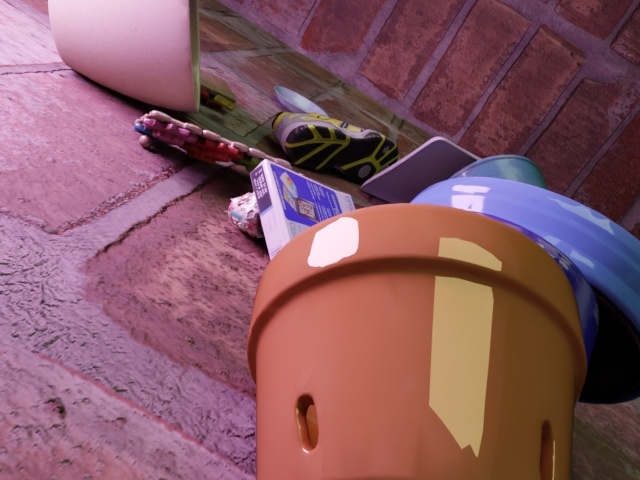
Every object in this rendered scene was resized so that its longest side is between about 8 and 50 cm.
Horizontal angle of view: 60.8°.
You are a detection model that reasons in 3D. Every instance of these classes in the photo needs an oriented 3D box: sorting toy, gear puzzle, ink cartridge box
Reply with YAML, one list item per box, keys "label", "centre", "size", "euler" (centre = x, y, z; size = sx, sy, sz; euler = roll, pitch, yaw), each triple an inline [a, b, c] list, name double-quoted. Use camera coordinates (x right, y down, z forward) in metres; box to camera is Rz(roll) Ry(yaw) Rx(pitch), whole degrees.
- label: "sorting toy"
  centre: [-0.277, -0.360, 1.291]
  size: [0.132, 0.046, 0.274]
  euler: [17, 26, -33]
- label: "gear puzzle"
  centre: [-0.150, -0.135, 0.946]
  size: [0.339, 0.044, 0.176]
  euler: [18, -3, -29]
- label: "ink cartridge box"
  centre: [0.000, 0.000, 0.812]
  size: [0.208, 0.045, 0.206]
  euler: [16, 49, -48]

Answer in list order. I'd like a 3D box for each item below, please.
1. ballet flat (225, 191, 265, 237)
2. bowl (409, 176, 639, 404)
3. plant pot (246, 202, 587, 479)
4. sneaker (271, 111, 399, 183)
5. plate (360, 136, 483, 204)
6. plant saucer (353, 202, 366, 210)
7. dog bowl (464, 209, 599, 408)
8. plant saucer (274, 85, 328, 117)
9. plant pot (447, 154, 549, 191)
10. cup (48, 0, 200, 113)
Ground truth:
- label: "ballet flat"
  centre: [-0.070, -0.059, 0.902]
  size: [0.077, 0.091, 0.241]
  euler: [17, 12, 22]
- label: "bowl"
  centre: [0.265, 0.083, 0.744]
  size: [0.391, 0.391, 0.077]
  euler: [36, 66, 7]
- label: "plant pot"
  centre: [0.067, 0.145, 0.435]
  size: [0.291, 0.290, 0.203]
  euler: [28, 40, -13]
- label: "sneaker"
  centre: [0.049, -0.247, 1.365]
  size: [0.385, 0.145, 0.147]
  euler: [12, 30, -44]
- label: "plate"
  centre: [0.286, -0.151, 1.335]
  size: [0.278, 0.277, 0.045]
  euler: [19, 61, -30]
- label: "plant saucer"
  centre: [0.090, -0.030, 1.081]
  size: [0.199, 0.036, 0.198]
  euler: [23, 19, -8]
- label: "dog bowl"
  centre: [0.172, 0.096, 0.636]
  size: [0.265, 0.264, 0.104]
  euler: [35, 55, 6]
- label: "plant saucer"
  centre: [-0.066, -0.415, 1.700]
  size: [0.195, 0.037, 0.195]
  euler: [28, 22, -12]
- label: "plant pot"
  centre: [0.421, -0.009, 1.233]
  size: [0.272, 0.271, 0.255]
  euler: [19, 40, -31]
- label: "cup"
  centre: [-0.349, -0.406, 1.002]
  size: [0.237, 0.330, 0.331]
  euler: [0, 30, -9]
